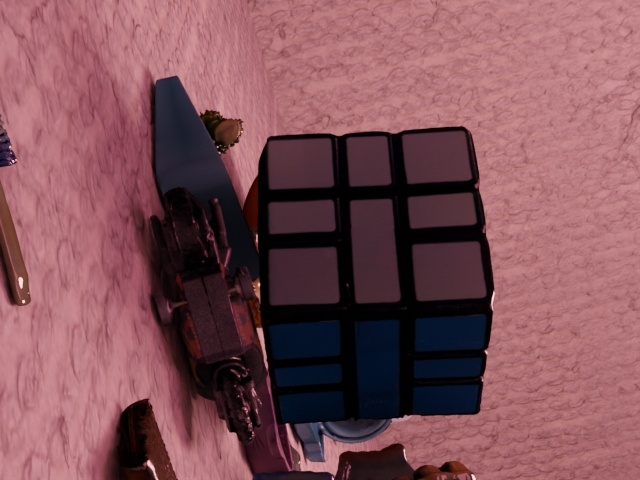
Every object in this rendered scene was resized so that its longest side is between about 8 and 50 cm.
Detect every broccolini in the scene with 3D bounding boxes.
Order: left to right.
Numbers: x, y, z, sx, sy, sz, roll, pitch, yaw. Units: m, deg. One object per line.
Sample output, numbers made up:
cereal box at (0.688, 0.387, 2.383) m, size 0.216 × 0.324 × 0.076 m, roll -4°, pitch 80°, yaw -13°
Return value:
broccolini at (-0.136, -0.159, 1.792) m, size 0.078 × 0.074 × 0.392 m, roll 60°, pitch -5°, yaw -12°

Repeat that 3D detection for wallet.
wallet at (-0.134, 0.277, 1.097) m, size 0.133 × 0.039 × 0.243 m, roll -111°, pitch -176°, yaw -70°

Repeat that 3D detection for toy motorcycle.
toy motorcycle at (-0.128, 0.085, 1.416) m, size 0.173 × 0.108 × 0.307 m, roll 165°, pitch -90°, yaw -86°

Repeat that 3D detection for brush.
brush at (-0.235, -0.040, 0.899) m, size 0.033 × 0.030 × 0.178 m, roll -151°, pitch -134°, yaw -82°

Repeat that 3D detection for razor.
razor at (-0.042, 0.393, 1.882) m, size 0.211 × 0.036 × 0.084 m, roll -100°, pitch 172°, yaw -50°

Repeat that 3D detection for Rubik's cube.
Rubik's cube at (0.066, 0.047, 1.566) m, size 0.288 × 0.283 × 0.293 m, roll 85°, pitch 0°, yaw -52°

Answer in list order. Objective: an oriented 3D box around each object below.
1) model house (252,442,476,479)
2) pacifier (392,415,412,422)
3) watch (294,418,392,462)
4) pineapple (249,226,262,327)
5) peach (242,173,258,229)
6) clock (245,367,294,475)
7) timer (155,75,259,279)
model house at (0.045, 0.366, 1.588) m, size 0.329 × 0.295 × 0.251 m, roll 40°, pitch -20°, yaw 50°
pacifier at (0.078, 0.357, 2.769) m, size 0.299 × 0.244 × 0.233 m, roll -108°, pitch -148°, yaw -63°
watch at (0.044, 0.294, 2.247) m, size 0.211 × 0.193 × 0.211 m, roll -15°, pitch 90°, yaw -84°
pineapple at (-0.091, 0.058, 1.811) m, size 0.161 × 0.137 × 0.176 m, roll -40°, pitch 113°, yaw -41°
peach at (0.000, 0.000, 2.163) m, size 0.308 × 0.308 × 0.332 m, roll -15°, pitch 107°, yaw -86°
clock at (-0.081, 0.258, 1.715) m, size 0.110 × 0.050 × 0.152 m, roll 68°, pitch 8°, yaw -60°
timer at (-0.156, -0.085, 1.669) m, size 0.250 × 0.091 × 0.232 m, roll -104°, pitch 176°, yaw -46°
